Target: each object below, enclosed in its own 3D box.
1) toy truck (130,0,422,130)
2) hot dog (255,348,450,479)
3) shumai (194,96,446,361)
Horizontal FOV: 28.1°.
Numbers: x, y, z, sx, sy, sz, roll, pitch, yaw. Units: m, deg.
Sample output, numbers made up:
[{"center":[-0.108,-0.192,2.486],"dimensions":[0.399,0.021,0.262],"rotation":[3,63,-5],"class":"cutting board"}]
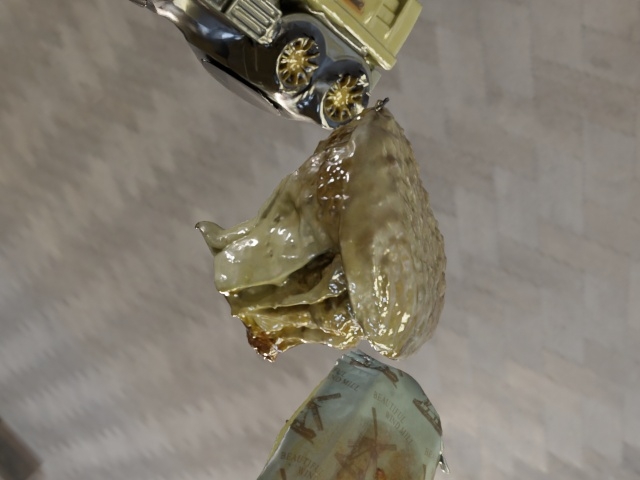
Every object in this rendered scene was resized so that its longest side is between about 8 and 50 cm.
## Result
[{"center":[-0.063,-0.286,1.232],"dimensions":[0.181,0.254,0.405],"rotation":[33,-179,44],"class":"toy truck"},{"center":[0.017,0.218,1.120],"dimensions":[0.162,0.270,0.082],"rotation":[49,140,-15],"class":"hot dog"},{"center":[-0.001,0.002,0.657],"dimensions":[0.116,0.145,0.145],"rotation":[-9,129,15],"class":"shumai"}]
